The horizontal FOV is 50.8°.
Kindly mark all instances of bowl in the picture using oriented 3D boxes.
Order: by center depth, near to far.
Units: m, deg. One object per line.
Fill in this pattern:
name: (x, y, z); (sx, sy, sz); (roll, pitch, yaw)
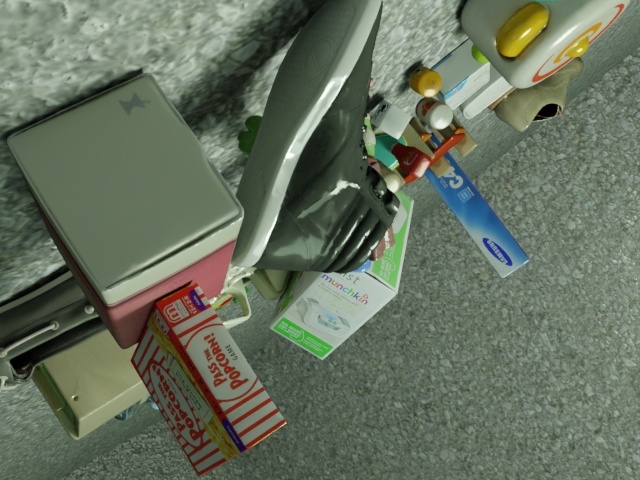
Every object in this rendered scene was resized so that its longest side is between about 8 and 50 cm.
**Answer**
bowl: (0.314, -0.297, 1.269); (0.142, 0.053, 0.142); (-39, 171, 14)

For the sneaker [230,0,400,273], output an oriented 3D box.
sneaker: (0.023, -0.096, 0.669); (0.147, 0.104, 0.295); (16, 103, -31)

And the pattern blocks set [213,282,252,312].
pattern blocks set: (-0.254, 0.144, 1.471); (0.285, 0.026, 0.325); (-41, 170, 31)

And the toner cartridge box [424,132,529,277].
toner cartridge box: (0.338, -0.077, 1.539); (0.075, 0.347, 0.165); (-37, 171, 12)

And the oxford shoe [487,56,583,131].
oxford shoe: (0.517, -0.339, 1.563); (0.348, 0.130, 0.123); (-31, 169, -31)

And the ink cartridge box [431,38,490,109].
ink cartridge box: (0.227, -0.267, 1.101); (0.089, 0.052, 0.122); (-38, 170, 10)

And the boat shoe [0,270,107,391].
boat shoe: (-0.333, 0.116, 0.815); (0.335, 0.095, 0.112); (-34, 171, -12)

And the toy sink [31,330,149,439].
toy sink: (-0.342, 0.189, 0.986); (0.131, 0.152, 0.234); (-31, 171, -28)

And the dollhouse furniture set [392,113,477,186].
dollhouse furniture set: (0.185, -0.131, 1.365); (0.259, 0.135, 0.262); (-42, 169, 31)

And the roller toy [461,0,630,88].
roller toy: (0.300, -0.302, 0.890); (0.191, 0.146, 0.209); (-38, 170, 7)

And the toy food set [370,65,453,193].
toy food set: (0.111, -0.161, 1.054); (0.232, 0.111, 0.104); (-60, -152, 13)

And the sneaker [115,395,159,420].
sneaker: (-0.379, 0.325, 1.563); (0.262, 0.125, 0.104); (-31, 177, 6)

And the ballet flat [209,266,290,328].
ballet flat: (-0.146, 0.074, 1.193); (0.409, 0.147, 0.147); (-30, 169, -37)

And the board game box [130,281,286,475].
board game box: (-0.117, 0.142, 0.650); (0.045, 0.146, 0.193); (-28, 168, -31)

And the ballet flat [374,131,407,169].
ballet flat: (0.039, -0.115, 1.155); (0.231, 0.077, 0.077); (-34, -168, 0)

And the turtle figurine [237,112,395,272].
turtle figurine: (-0.025, -0.102, 0.855); (0.198, 0.274, 0.266); (-15, 151, 4)

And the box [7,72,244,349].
box: (-0.169, -0.011, 0.613); (0.127, 0.148, 0.232); (-31, 170, -20)

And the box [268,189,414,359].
box: (0.040, 0.036, 1.211); (0.231, 0.127, 0.261); (-48, -165, 38)

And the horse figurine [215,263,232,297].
horse figurine: (-0.153, 0.026, 1.039); (0.175, 0.066, 0.263); (-12, -157, 44)
